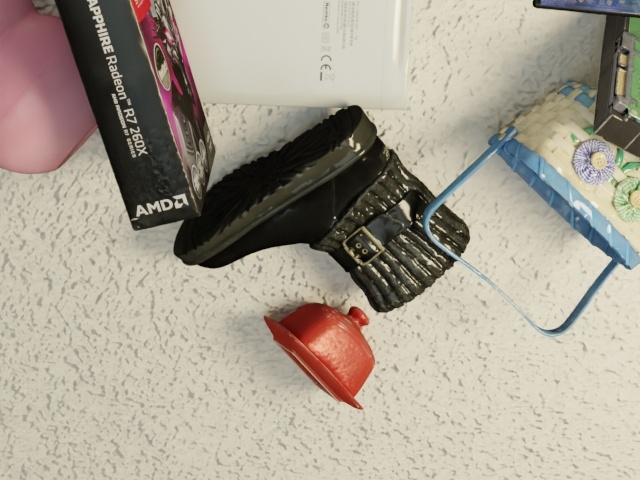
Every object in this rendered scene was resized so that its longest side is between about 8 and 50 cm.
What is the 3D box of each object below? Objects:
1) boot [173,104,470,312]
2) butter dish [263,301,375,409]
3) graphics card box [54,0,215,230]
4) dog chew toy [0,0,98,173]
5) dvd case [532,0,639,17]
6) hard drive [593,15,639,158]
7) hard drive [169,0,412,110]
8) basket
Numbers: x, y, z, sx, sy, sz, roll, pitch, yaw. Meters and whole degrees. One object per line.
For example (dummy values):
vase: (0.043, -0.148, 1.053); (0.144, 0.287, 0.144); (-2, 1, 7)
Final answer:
boot: (0.001, 0.002, 1.759); (0.348, 0.131, 0.260); (-29, 120, 22)
butter dish: (0.019, 0.141, 1.826); (0.118, 0.160, 0.160); (-44, 108, -8)
graphics card box: (-0.225, -0.223, 1.555); (0.094, 0.233, 0.371); (-12, 112, 5)
dog chew toy: (-0.420, -0.238, 1.625); (0.332, 0.206, 0.206); (42, 107, -8)
dvd case: (0.362, -0.405, 1.597); (0.180, 0.022, 0.253); (5, 95, -1)
hard drive: (0.507, -0.155, 1.634); (0.339, 0.237, 0.064); (25, 139, -11)
hard drive: (-0.060, -0.289, 1.677); (0.353, 0.047, 0.233); (2, 113, -1)
basket: (0.307, -0.050, 1.694); (0.255, 0.201, 0.289); (38, 98, -16)
